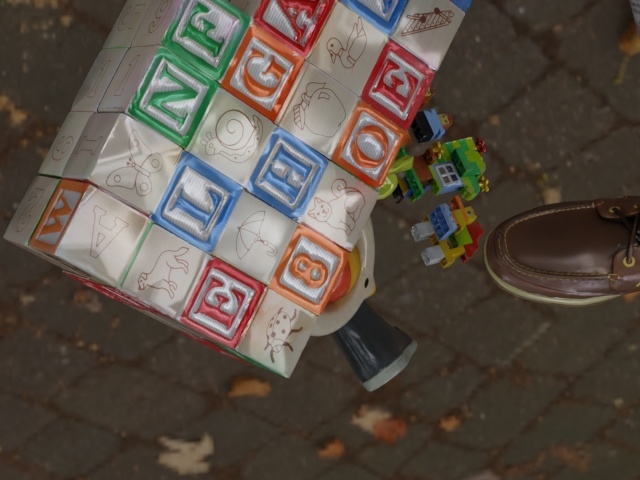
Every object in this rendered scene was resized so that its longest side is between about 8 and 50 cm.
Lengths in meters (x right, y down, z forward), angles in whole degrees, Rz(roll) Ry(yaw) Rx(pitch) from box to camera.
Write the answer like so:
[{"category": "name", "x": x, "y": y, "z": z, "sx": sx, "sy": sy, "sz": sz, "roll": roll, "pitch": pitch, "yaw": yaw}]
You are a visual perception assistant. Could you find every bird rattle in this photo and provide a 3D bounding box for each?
[{"category": "bird rattle", "x": 0.000, "y": 0.000, "z": 1.379, "sx": 0.143, "sy": 0.253, "sz": 0.207, "roll": 1, "pitch": 112, "yaw": 28}]

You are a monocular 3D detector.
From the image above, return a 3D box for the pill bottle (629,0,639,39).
[{"category": "pill bottle", "x": 0.280, "y": -0.169, "z": 0.864, "sx": 0.160, "sy": 0.160, "sz": 0.283, "roll": -17, "pitch": 107, "yaw": 8}]

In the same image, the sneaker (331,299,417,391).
[{"category": "sneaker", "x": 0.060, "y": 0.113, "z": 1.728, "sx": 0.083, "sy": 0.118, "sz": 0.222, "roll": -34, "pitch": -179, "yaw": 3}]

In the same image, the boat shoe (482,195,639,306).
[{"category": "boat shoe", "x": 0.183, "y": -0.001, "z": 0.783, "sx": 0.178, "sy": 0.064, "sz": 0.060, "roll": 0, "pitch": 156, "yaw": -12}]

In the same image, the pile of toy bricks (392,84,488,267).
[{"category": "pile of toy bricks", "x": 0.143, "y": -0.088, "z": 1.524, "sx": 0.105, "sy": 0.212, "sz": 0.118, "roll": -14, "pitch": 162, "yaw": -26}]

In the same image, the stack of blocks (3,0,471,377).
[{"category": "stack of blocks", "x": -0.039, "y": -0.090, "z": 0.812, "sx": 0.171, "sy": 0.297, "sz": 0.087, "roll": 32, "pitch": 169, "yaw": -30}]
